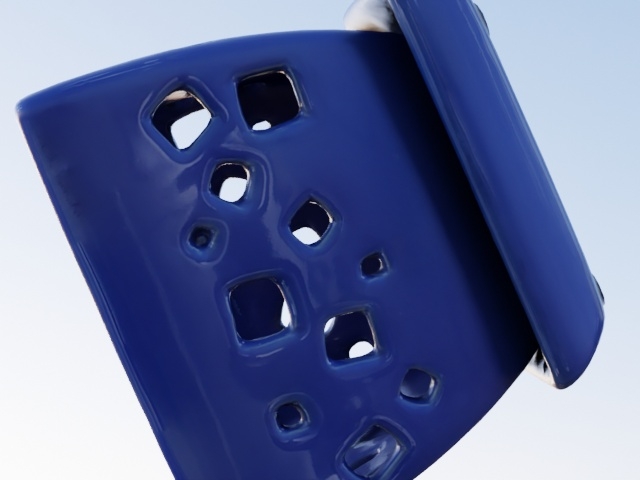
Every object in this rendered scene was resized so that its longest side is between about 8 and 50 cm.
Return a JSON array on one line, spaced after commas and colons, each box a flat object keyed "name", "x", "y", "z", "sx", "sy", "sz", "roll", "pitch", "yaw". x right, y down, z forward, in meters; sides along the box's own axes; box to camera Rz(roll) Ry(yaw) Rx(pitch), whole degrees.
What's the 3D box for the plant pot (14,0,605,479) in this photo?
[{"name": "plant pot", "x": 0.000, "y": 0.000, "z": 0.728, "sx": 0.212, "sy": 0.236, "sz": 0.236, "roll": -25, "pitch": 4, "yaw": -3}]
